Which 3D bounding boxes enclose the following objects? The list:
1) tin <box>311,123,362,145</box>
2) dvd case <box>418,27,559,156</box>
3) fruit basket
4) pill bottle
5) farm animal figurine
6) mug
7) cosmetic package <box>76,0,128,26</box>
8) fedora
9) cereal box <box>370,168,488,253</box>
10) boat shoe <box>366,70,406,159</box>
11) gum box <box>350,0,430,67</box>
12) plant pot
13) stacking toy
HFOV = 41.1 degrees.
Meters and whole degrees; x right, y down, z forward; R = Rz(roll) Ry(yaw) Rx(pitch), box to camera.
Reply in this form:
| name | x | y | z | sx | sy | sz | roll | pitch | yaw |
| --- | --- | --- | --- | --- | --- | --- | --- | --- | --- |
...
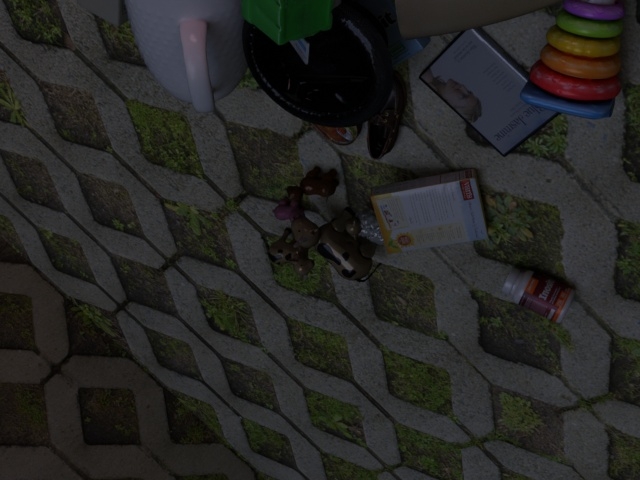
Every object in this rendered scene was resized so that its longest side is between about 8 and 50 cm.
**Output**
| name | x | y | z | sx | sy | sz | roll | pitch | yaw |
| --- | --- | --- | --- | --- | --- | --- | --- | --- | --- |
| tin | 0.015 | -0.301 | 1.967 | 0.189 | 0.040 | 0.106 | 43 | 144 | -7 |
| dvd case | 0.341 | -0.301 | 1.734 | 0.253 | 0.022 | 0.180 | 42 | 140 | -5 |
| fruit basket | -0.084 | -0.536 | 1.485 | 0.327 | 0.165 | 0.353 | 95 | 156 | -58 |
| pill bottle | 0.500 | 0.122 | 1.970 | 0.152 | 0.086 | 0.086 | 25 | 139 | 14 |
| farm animal figurine | 0.000 | 0.000 | 2.157 | 0.326 | 0.172 | 0.330 | 31 | 140 | 8 |
| mug | -0.263 | -0.434 | 1.799 | 0.276 | 0.374 | 0.328 | -6 | 141 | -6 |
| cosmetic package | -0.447 | -0.649 | 1.889 | 0.129 | 0.153 | 0.296 | 30 | 138 | 12 |
| fedora | 0.013 | -0.389 | 1.725 | 0.334 | 0.152 | 0.334 | 20 | 137 | 20 |
| cereal box | 0.250 | -0.064 | 1.946 | 0.240 | 0.047 | 0.173 | -9 | 125 | 14 |
| boat shoe | 0.141 | -0.270 | 1.875 | 0.073 | 0.073 | 0.207 | 20 | 136 | 22 |
| gum box | 0.111 | -0.441 | 1.757 | 0.184 | 0.041 | 0.157 | 49 | 140 | -14 |
| plant pot | 0.282 | -0.475 | 1.466 | 0.273 | 0.256 | 0.257 | 4 | 131 | 16 |
| stacking toy | 0.467 | -0.377 | 1.493 | 0.165 | 0.175 | 0.302 | 16 | 122 | 16 |
